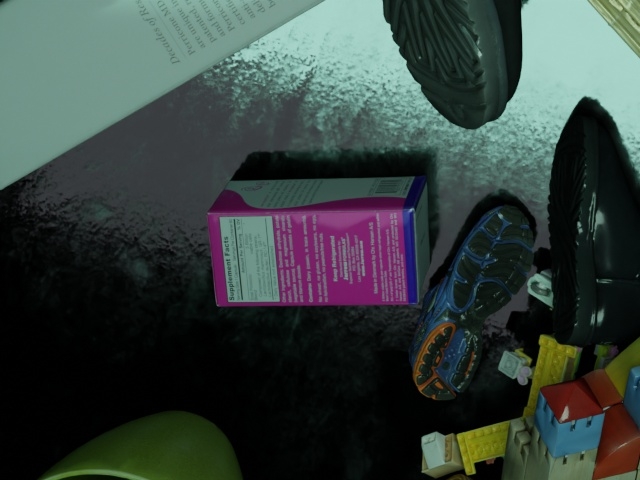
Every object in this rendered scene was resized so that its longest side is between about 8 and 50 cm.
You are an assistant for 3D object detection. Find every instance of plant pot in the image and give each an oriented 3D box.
[{"bbox_3d":[-0.186,0.309,1.891,0.274,0.293,0.275,3,109,10],"label":"plant pot"}]

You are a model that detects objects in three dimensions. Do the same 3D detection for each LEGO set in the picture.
[{"bbox_3d":[0.232,0.173,1.893,0.132,0.107,0.287,46,121,30],"label":"LEGO set"}]

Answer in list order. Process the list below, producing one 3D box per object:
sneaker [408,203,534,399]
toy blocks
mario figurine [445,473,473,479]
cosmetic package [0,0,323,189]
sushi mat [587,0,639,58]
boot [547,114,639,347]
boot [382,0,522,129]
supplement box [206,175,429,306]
[{"bbox_3d":[0.150,0.058,1.857,0.083,0.087,0.221,27,96,-24],"label":"sneaker"},{"bbox_3d":[0.337,0.194,1.729,0.381,0.191,0.261,-10,133,-14],"label":"toy blocks"},{"bbox_3d":[0.214,0.417,1.907,0.170,0.198,0.320,-27,117,35],"label":"mario figurine"},{"bbox_3d":[-0.153,-0.248,1.722,0.453,0.230,0.161,-28,103,19],"label":"cosmetic package"},{"bbox_3d":[0.344,-0.268,1.737,0.151,0.019,0.316,-41,98,21],"label":"sushi mat"},{"bbox_3d":[0.346,0.000,1.794,0.207,0.094,0.246,4,79,-15],"label":"boot"},{"bbox_3d":[0.250,-0.352,1.572,0.445,0.146,0.367,-30,119,-22],"label":"boot"},{"bbox_3d":[0.000,0.000,1.845,0.220,0.111,0.114,0,110,11],"label":"supplement box"}]
